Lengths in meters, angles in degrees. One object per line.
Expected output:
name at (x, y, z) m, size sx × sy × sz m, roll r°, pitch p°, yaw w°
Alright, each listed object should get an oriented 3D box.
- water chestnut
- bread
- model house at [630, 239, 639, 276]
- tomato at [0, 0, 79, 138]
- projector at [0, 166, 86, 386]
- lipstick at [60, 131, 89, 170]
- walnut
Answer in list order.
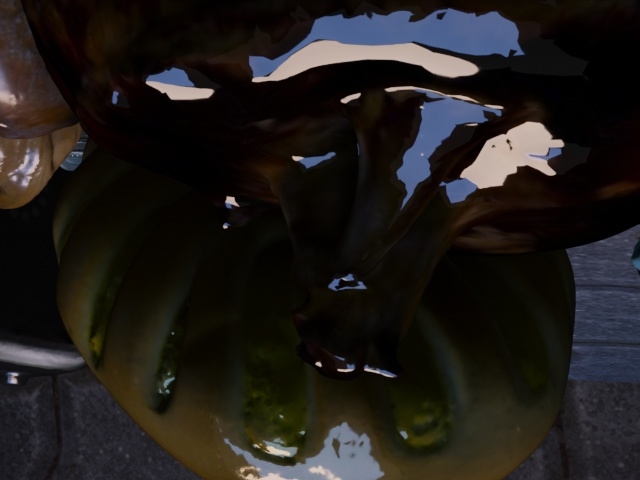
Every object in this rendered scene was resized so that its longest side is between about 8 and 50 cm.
water chestnut at (0.035, -0.087, 0.685) m, size 0.351 × 0.302 × 0.350 m, roll 2°, pitch 164°, yaw 1°
bread at (0.000, 0.000, 0.906) m, size 0.333 × 0.333 × 0.160 m, roll 7°, pitch 131°, yaw -14°
model house at (0.457, 0.081, 1.691) m, size 0.241 × 0.226 × 0.261 m, roll 38°, pitch 158°, yaw -11°
tomato at (-0.177, -0.138, 0.904) m, size 0.181 × 0.155 × 0.214 m, roll 2°, pitch 170°, yaw 30°
projector at (-0.449, -0.008, 1.396) m, size 0.405 × 0.242 × 0.395 m, roll -5°, pitch 167°, yaw 40°
lipstick at (-0.075, -0.085, 1.301) m, size 0.290 × 0.076 × 0.077 m, roll 3°, pitch 170°, yaw 4°
walnut at (-0.241, -0.095, 1.158) m, size 0.167 × 0.149 × 0.166 m, roll -23°, pitch 177°, yaw -1°
